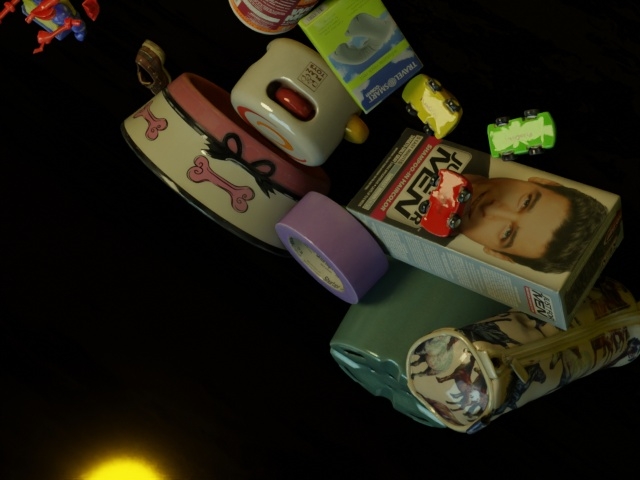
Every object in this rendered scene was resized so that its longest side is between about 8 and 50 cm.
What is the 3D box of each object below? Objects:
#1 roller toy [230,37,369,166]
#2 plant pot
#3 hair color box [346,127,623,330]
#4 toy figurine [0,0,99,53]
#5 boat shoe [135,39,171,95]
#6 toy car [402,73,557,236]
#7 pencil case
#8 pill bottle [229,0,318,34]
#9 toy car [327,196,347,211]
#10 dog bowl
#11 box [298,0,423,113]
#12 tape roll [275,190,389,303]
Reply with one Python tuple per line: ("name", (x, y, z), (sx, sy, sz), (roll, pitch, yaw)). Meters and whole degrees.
("roller toy", (-0.033, -0.229, 1.443), (0.209, 0.146, 0.191), (31, 171, 42))
("plant pot", (0.209, 0.129, 1.584), (0.341, 0.334, 0.341), (32, 161, 12))
("hair color box", (0.248, -0.028, 1.361), (0.374, 0.185, 0.113), (24, 157, 34))
("toy figurine", (-0.579, -0.466, 1.722), (0.362, 0.191, 0.217), (34, 167, 10))
("boat shoe", (-0.360, -0.352, 1.867), (0.064, 0.060, 0.178), (33, 162, 10))
("toy car", (0.234, -0.134, 1.252), (0.225, 0.239, 0.053), (-9, -179, 36))
("pencil case", (0.339, 0.168, 1.381), (0.183, 0.410, 0.160), (-12, 91, 55))
("pill bottle", (-0.041, -0.365, 1.166), (0.121, 0.121, 0.221), (40, 162, -11))
("toy car", (0.000, 0.000, 1.956), (0.149, 0.155, 0.188), (31, 171, 16))
("dog bowl", (-0.156, -0.151, 1.630), (0.408, 0.150, 0.408), (37, -169, -8))
("box", (0.063, -0.266, 1.235), (0.178, 0.109, 0.042), (49, -175, -33))
("tape roll", (0.019, 0.013, 1.472), (0.189, 0.080, 0.189), (42, 166, 13))
